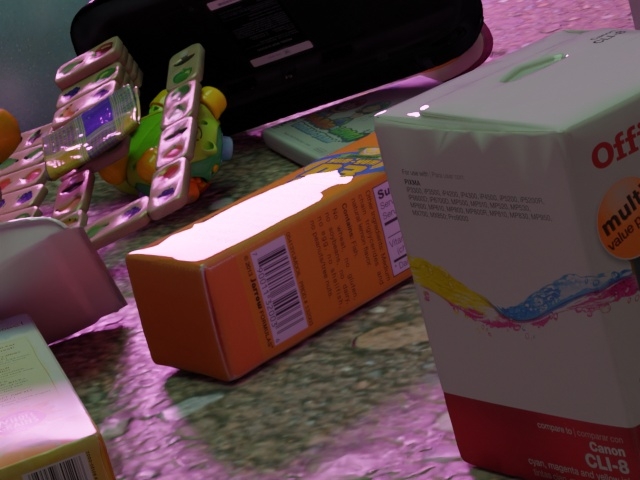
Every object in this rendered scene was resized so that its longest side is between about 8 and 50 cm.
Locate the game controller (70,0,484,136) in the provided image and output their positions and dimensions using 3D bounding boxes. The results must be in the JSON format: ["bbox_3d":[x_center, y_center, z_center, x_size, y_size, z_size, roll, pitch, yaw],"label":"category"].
[{"bbox_3d":[-0.037,-0.168,1.574,0.319,0.166,0.067,-17,38,21],"label":"game controller"}]

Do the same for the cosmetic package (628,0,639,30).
[{"bbox_3d":[0.252,-0.171,1.013,0.155,0.365,0.197,-2,22,38],"label":"cosmetic package"}]

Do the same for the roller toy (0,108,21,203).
[{"bbox_3d":[-0.327,-0.030,1.397,0.209,0.146,0.191,-26,-10,-39],"label":"roller toy"}]

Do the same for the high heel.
[{"bbox_3d":[0.094,-0.180,1.704,0.117,0.082,0.244,-16,10,-33],"label":"high heel"}]

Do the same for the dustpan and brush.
[{"bbox_3d":[-0.236,0.042,1.218,0.211,0.060,0.147,-27,-23,-5],"label":"dustpan and brush"}]

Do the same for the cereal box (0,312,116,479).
[{"bbox_3d":[-0.215,0.114,1.076,0.173,0.047,0.240,-20,17,-11],"label":"cereal box"}]

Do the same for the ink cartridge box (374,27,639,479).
[{"bbox_3d":[0.126,0.005,0.895,0.128,0.176,0.127,-27,20,-32],"label":"ink cartridge box"}]

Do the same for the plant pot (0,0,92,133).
[{"bbox_3d":[-0.201,-0.199,1.795,0.293,0.196,0.293,-15,18,5],"label":"plant pot"}]

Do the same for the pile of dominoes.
[{"bbox_3d":[-0.181,-0.064,1.466,0.196,0.040,0.251,-26,28,16],"label":"pile of dominoes"}]

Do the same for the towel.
[{"bbox_3d":[-0.167,-0.079,1.449,0.083,0.009,0.060,-29,35,13],"label":"towel"}]

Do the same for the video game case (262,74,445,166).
[{"bbox_3d":[0.044,-0.089,1.532,0.143,0.019,0.157,-20,17,-14],"label":"video game case"}]

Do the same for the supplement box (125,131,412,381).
[{"bbox_3d":[0.000,0.000,1.194,0.233,0.080,0.078,-27,22,-37],"label":"supplement box"}]

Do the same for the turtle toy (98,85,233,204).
[{"bbox_3d":[-0.118,-0.064,1.513,0.130,0.066,0.095,1,44,48],"label":"turtle toy"}]
